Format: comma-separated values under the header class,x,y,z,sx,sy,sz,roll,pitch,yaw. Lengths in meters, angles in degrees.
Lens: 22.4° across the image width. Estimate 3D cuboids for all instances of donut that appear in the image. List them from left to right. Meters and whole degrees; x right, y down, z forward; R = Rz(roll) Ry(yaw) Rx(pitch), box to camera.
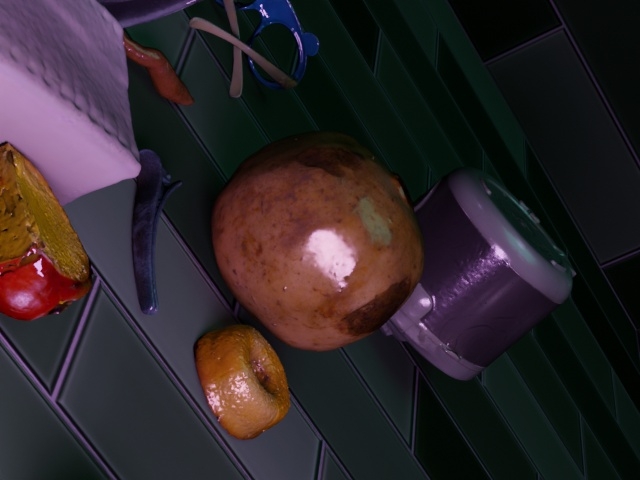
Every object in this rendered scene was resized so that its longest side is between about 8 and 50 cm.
class,x,y,z,sx,sy,sz,roll,pitch,yaw
donut,-0.088,0.163,1.916,0.152,0.058,0.152,55,19,-31

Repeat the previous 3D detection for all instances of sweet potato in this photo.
class,x,y,z,sx,sy,sz,roll,pitch,yaw
sweet potato,-0.211,-0.222,2.076,0.179,0.044,0.044,44,28,-46

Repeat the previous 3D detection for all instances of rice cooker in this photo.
class,x,y,z,sx,sy,sz,roll,pitch,yaw
rice cooker,0.220,0.055,2.523,0.288,0.277,0.288,42,17,-17

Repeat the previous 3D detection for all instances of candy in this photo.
class,x,y,z,sx,sy,sz,roll,pitch,yaw
candy,-0.328,-0.191,1.577,0.359,0.145,0.208,39,34,-52

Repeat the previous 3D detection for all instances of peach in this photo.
class,x,y,z,sx,sy,sz,roll,pitch,yaw
peach,-0.290,0.001,1.528,0.172,0.092,0.127,58,12,16

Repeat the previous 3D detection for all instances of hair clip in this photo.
class,x,y,z,sx,sy,sz,roll,pitch,yaw
hair clip,-0.199,-0.007,1.872,0.070,0.039,0.229,50,29,-37

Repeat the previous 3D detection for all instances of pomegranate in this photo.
class,x,y,z,sx,sy,sz,roll,pitch,yaw
pomegranate,0.000,0.000,2.042,0.281,0.281,0.281,52,23,-33

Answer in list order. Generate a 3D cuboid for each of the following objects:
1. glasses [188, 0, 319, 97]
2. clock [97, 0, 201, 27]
class,x,y,z,sx,sy,sz,roll,pitch,yaw
glasses,-0.129,-0.307,2.375,0.207,0.102,0.239,-38,106,-42
clock,-0.190,-0.370,1.804,0.076,0.386,0.386,64,18,16
